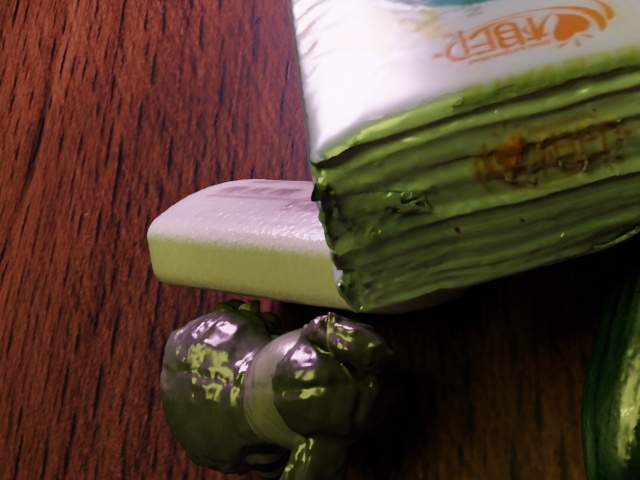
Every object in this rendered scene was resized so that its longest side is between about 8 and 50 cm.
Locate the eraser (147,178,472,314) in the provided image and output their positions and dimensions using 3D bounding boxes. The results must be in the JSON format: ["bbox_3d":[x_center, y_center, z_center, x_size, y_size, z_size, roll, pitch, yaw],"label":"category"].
[{"bbox_3d":[0.000,0.000,1.140,0.270,0.174,0.095,4,106,48],"label":"eraser"}]

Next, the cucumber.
[{"bbox_3d":[0.231,0.072,0.926,0.115,0.063,0.244,-8,58,43],"label":"cucumber"}]

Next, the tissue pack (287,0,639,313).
[{"bbox_3d":[0.121,-0.139,1.004,0.287,0.162,0.388,-16,34,5],"label":"tissue pack"}]

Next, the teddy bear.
[{"bbox_3d":[-0.015,0.139,1.078,0.251,0.144,0.171,5,87,48],"label":"teddy bear"}]
